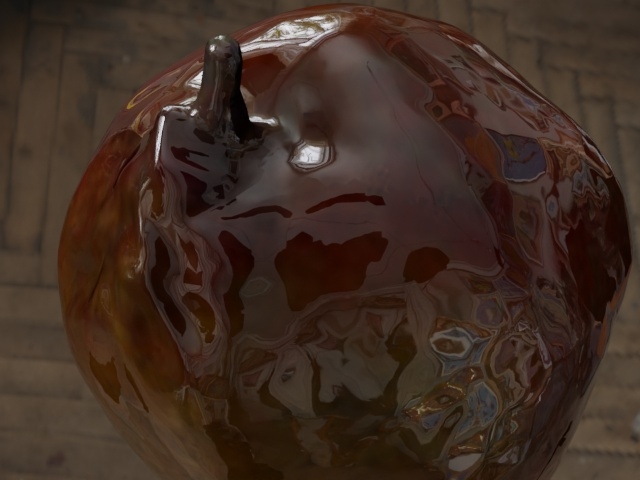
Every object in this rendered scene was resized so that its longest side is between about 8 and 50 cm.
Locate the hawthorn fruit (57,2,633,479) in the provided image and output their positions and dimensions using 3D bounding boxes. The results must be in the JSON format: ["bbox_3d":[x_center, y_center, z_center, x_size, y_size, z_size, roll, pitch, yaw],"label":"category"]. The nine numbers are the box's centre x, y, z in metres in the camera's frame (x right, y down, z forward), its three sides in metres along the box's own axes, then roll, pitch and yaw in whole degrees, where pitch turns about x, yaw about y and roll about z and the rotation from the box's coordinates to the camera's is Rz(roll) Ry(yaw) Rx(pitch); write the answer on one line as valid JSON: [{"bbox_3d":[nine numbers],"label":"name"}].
[{"bbox_3d":[0.000,0.000,0.595,0.208,0.248,0.208,-11,61,21],"label":"hawthorn fruit"}]
